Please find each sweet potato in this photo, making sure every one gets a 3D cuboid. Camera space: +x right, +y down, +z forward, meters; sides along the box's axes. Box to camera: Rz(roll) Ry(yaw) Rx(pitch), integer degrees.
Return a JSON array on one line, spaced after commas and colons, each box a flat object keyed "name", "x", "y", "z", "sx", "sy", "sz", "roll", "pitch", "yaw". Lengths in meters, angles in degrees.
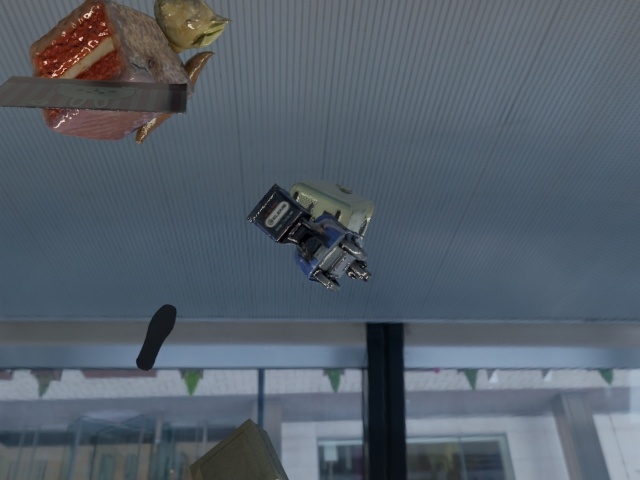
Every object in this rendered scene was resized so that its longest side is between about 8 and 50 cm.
[{"name": "sweet potato", "x": -0.380, "y": -0.375, "z": 1.570, "sx": 0.314, "sy": 0.066, "sz": 0.072, "roll": -42, "pitch": 155, "yaw": 15}]

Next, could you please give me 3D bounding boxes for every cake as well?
[{"name": "cake", "x": -0.503, "y": -0.392, "z": 1.439, "sx": 0.309, "sy": 0.236, "sz": 0.230, "roll": -23, "pitch": 170, "yaw": 23}]

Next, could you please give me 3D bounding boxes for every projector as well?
[{"name": "projector", "x": 0.024, "y": -0.064, "z": 1.602, "sx": 0.177, "sy": 0.163, "sz": 0.242, "roll": 26, "pitch": -167, "yaw": 16}]

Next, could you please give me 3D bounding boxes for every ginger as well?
[{"name": "ginger", "x": -0.275, "y": -0.436, "z": 1.183, "sx": 0.123, "sy": 0.115, "sz": 0.193, "roll": 40, "pitch": 174, "yaw": -34}]

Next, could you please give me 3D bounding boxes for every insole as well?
[{"name": "insole", "x": -0.306, "y": 0.179, "z": 1.127, "sx": 0.045, "sy": 0.135, "sz": 0.002, "roll": 27, "pitch": 149, "yaw": -17}]

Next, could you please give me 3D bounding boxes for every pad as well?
[{"name": "pad", "x": -0.372, "y": -0.242, "z": 0.993, "sx": 0.300, "sy": 0.202, "sz": 0.005, "roll": 0, "pitch": 117, "yaw": -12}]

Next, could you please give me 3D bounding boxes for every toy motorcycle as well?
[{"name": "toy motorcycle", "x": 0.000, "y": 0.000, "z": 1.186, "sx": 0.125, "sy": 0.213, "sz": 0.358, "roll": -49, "pitch": 166, "yaw": 4}]

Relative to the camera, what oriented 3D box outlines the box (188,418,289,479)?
[{"name": "box", "x": -0.078, "y": 0.228, "z": 0.572, "sx": 0.083, "sy": 0.079, "sz": 0.035, "roll": -38, "pitch": 130, "yaw": -1}]
